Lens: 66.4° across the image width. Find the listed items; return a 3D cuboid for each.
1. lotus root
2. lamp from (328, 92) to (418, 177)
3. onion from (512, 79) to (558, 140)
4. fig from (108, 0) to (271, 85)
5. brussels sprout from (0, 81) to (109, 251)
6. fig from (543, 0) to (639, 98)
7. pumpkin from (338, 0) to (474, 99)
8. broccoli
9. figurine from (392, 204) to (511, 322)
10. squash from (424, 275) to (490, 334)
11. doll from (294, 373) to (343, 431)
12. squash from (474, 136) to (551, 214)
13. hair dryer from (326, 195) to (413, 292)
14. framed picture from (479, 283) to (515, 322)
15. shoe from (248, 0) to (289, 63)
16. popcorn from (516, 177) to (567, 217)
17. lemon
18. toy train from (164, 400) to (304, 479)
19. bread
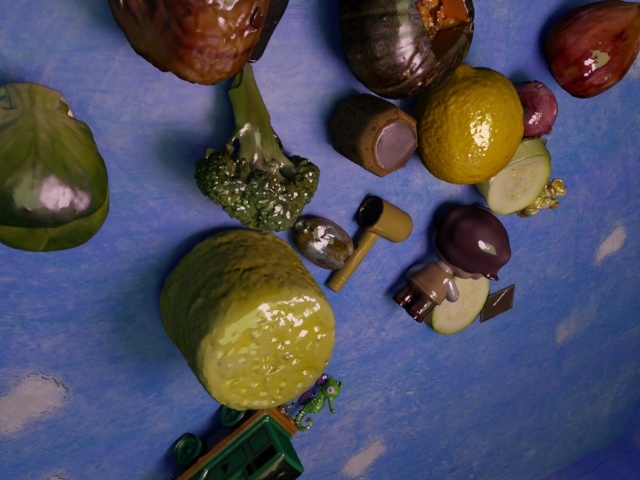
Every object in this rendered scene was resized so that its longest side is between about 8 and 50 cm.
[{"bbox_3d":[0.000,0.000,1.193,0.192,0.088,0.113,36,96,-33],"label":"lotus root"},{"bbox_3d":[0.115,-0.232,1.072,0.161,0.185,0.161,-13,121,-24],"label":"lamp"},{"bbox_3d":[0.559,-0.331,1.304,0.195,0.159,0.159,19,104,-36],"label":"onion"},{"bbox_3d":[-0.152,-0.437,0.789,0.368,0.286,0.286,-45,132,-31],"label":"fig"},{"bbox_3d":[-0.465,-0.112,0.797,0.220,0.210,0.271,-7,103,-33],"label":"brussels sprout"},{"bbox_3d":[0.703,-0.494,1.266,0.263,0.224,0.224,-48,129,-4],"label":"fig"},{"bbox_3d":[0.173,-0.440,0.973,0.321,0.192,0.320,-13,112,-36],"label":"pumpkin"},{"bbox_3d":[-0.151,-0.147,0.983,0.302,0.186,0.254,48,50,-20],"label":"broccoli"},{"bbox_3d":[0.380,0.071,1.383,0.206,0.218,0.364,19,110,-38],"label":"figurine"},{"bbox_3d":[0.447,0.191,1.587,0.252,0.049,0.251,-14,120,-26],"label":"squash"},{"bbox_3d":[-0.007,0.476,1.429,0.190,0.115,0.050,-44,130,0],"label":"doll"},{"bbox_3d":[0.523,-0.179,1.319,0.220,0.133,0.220,-16,155,-8],"label":"squash"},{"bbox_3d":[0.117,0.024,1.287,0.135,0.090,0.278,23,108,-39],"label":"hair dryer"},{"bbox_3d":[0.625,0.223,1.727,0.149,0.011,0.109,-19,124,-21],"label":"framed picture"},{"bbox_3d":[-0.118,-0.414,0.925,0.071,0.049,0.179,24,80,-25],"label":"shoe"},{"bbox_3d":[0.632,-0.143,1.457,0.142,0.135,0.162,9,149,-28],"label":"popcorn"},{"bbox_3d":[0.342,-0.259,1.149,0.254,0.253,0.310,-26,130,-16],"label":"lemon"},{"bbox_3d":[-0.217,0.586,1.278,0.429,0.249,0.178,-39,128,-7],"label":"toy train"},{"bbox_3d":[-0.155,0.173,1.057,0.349,0.308,0.348,-12,120,-21],"label":"bread"}]
